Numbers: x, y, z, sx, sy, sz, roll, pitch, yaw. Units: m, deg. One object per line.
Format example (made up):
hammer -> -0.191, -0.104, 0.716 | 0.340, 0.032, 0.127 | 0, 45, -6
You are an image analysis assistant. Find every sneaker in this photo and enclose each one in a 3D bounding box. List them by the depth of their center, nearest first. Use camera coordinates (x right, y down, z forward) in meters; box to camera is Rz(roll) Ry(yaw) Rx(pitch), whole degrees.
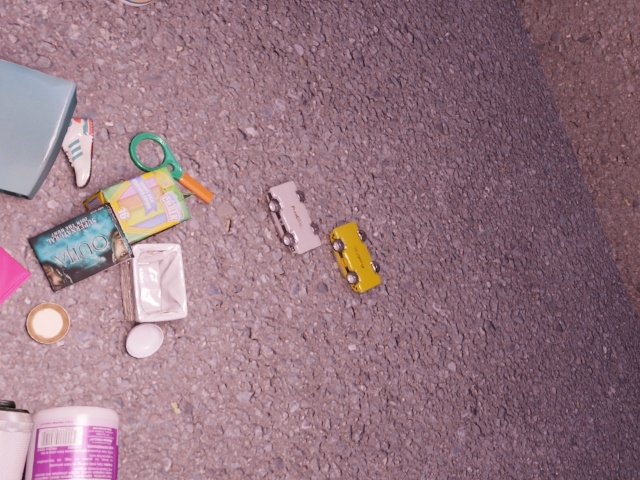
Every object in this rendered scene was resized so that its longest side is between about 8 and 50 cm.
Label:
sneaker -> -0.535, -0.191, 1.433 | 0.076, 0.057, 0.161 | 3, 78, -18

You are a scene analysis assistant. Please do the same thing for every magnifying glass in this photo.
magnifying glass -> -0.352, -0.167, 1.572 | 0.231, 0.026, 0.092 | 38, 60, -21

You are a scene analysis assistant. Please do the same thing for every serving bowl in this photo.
serving bowl -> -0.387, 0.213, 1.442 | 0.083, 0.027, 0.083 | -17, 123, -29

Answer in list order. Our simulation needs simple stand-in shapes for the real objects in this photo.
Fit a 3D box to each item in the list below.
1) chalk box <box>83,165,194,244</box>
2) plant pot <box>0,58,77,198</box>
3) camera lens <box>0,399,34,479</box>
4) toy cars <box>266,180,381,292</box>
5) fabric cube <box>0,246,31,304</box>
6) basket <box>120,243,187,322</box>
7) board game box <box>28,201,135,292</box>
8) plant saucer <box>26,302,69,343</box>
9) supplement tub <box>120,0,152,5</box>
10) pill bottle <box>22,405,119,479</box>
chalk box -> -0.384, -0.076, 1.459 | 0.213, 0.132, 0.132 | -29, 97, -37
plant pot -> -0.599, -0.208, 1.305 | 0.166, 0.165, 0.234 | 16, 82, -19
camera lens -> -0.626, 0.404, 1.120 | 0.220, 0.219, 0.274 | 17, 70, -32
toy cars -> 0.000, 0.000, 1.750 | 0.394, 0.087, 0.176 | 33, 57, -22
fabric cube -> -0.702, 0.086, 1.081 | 0.258, 0.254, 0.259 | 49, 38, -18
basket -> -0.370, 0.097, 1.447 | 0.113, 0.103, 0.167 | -1, 81, -36
board game box -> -0.488, 0.015, 1.351 | 0.026, 0.186, 0.126 | -50, 116, -79
plant saucer -> -0.558, 0.169, 1.350 | 0.084, 0.015, 0.083 | 8, 75, -34
supplement tub -> -0.410, -0.650, 1.528 | 0.144, 0.200, 0.144 | 9, 75, -34
pill bottle -> -0.464, 0.472, 1.223 | 0.169, 0.169, 0.301 | 12, 62, -33
